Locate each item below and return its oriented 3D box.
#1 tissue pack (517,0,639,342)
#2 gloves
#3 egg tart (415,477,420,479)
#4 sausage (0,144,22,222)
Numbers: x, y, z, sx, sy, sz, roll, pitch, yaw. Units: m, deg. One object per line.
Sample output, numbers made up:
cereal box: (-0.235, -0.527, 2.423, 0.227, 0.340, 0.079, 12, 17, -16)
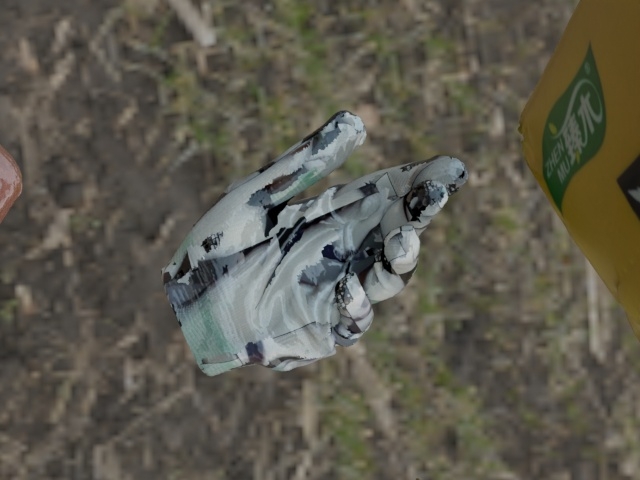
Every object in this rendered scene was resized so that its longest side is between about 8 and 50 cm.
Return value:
tissue pack: (0.285, -0.077, 0.950, 0.228, 0.382, 0.293, -19, 65, -23)
gloves: (0.003, 0.005, 1.298, 0.111, 0.212, 0.127, 53, 15, -60)
egg tart: (0.063, 0.164, 0.764, 0.241, 0.241, 0.106, 5, 120, -56)
sausage: (-0.228, -0.056, 1.033, 0.154, 0.062, 0.062, 34, 50, -5)
